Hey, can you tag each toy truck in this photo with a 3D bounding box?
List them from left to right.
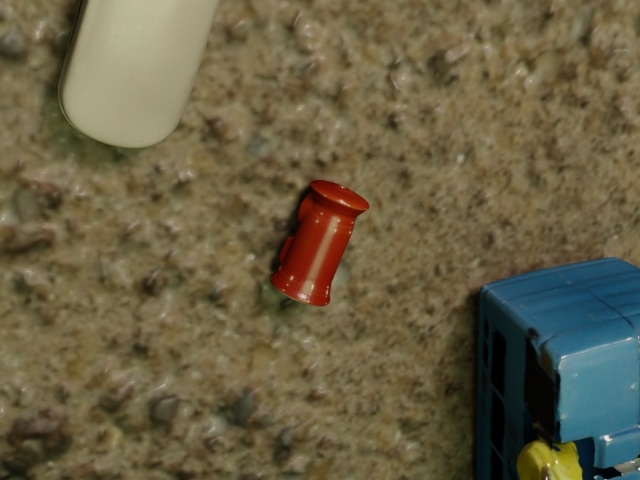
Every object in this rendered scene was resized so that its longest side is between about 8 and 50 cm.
[{"bbox_3d":[0.214,0.210,0.817,0.161,0.162,0.385,-12,117,-14],"label":"toy truck"}]

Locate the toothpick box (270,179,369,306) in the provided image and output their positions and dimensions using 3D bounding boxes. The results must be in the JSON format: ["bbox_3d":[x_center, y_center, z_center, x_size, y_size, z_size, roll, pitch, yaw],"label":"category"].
[{"bbox_3d":[0.000,0.000,0.721,0.047,0.047,0.083,16,105,-24],"label":"toothpick box"}]

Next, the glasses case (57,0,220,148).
[{"bbox_3d":[-0.101,-0.154,0.617,0.081,0.051,0.204,14,107,-24],"label":"glasses case"}]
